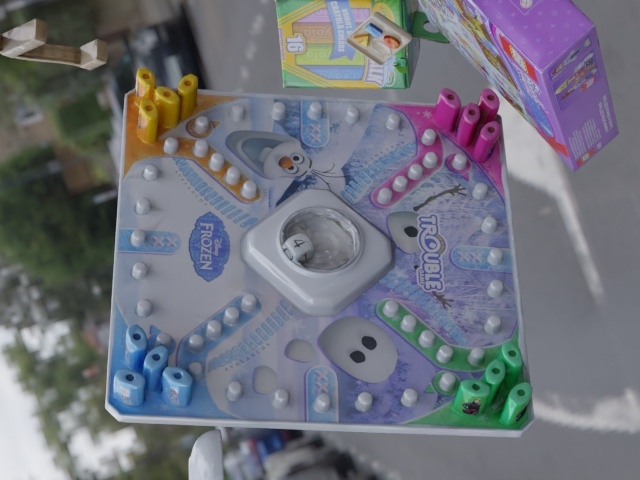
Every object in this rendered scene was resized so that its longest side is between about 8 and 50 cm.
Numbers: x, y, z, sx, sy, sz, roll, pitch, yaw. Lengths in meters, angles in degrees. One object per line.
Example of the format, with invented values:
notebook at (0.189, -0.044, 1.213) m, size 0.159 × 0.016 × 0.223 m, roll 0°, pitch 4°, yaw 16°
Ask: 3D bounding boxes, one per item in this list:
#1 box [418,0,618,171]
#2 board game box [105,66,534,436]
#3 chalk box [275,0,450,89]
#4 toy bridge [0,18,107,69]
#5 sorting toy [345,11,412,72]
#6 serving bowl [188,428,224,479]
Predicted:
box at (0.147, -0.177, 1.393) m, size 0.201 × 0.057 × 0.293 m, roll 49°, pitch -178°, yaw 17°
board game box at (0.000, 0.000, 1.642) m, size 0.050 × 0.390 × 0.390 m, roll 100°, pitch 170°, yaw -53°
chalk box at (0.061, -0.278, 2.185) m, size 0.132 × 0.213 × 0.132 m, roll -74°, pitch -18°, yaw -56°
toy bridge at (-0.307, -0.209, 1.777) m, size 0.188 × 0.063 × 0.026 m, roll 17°, pitch -114°, yaw -44°
sorting toy at (0.078, -0.227, 2.012) m, size 0.083 × 0.062 × 0.012 m, roll 32°, pitch -134°, yaw -20°
serving bowl at (-0.097, 0.201, 1.446) m, size 0.083 × 0.027 × 0.083 m, roll 179°, pitch 90°, yaw -84°
